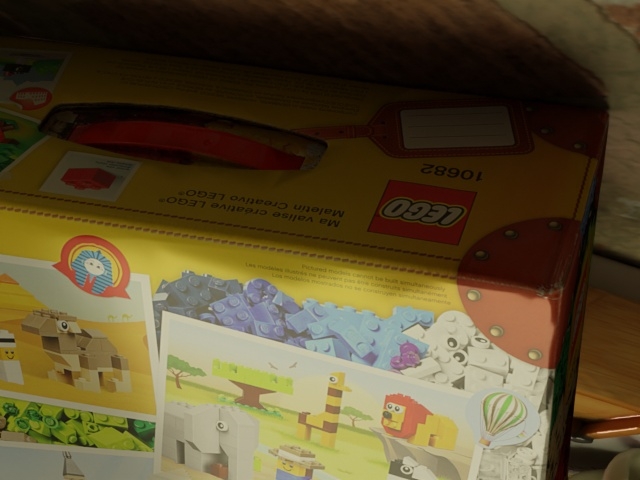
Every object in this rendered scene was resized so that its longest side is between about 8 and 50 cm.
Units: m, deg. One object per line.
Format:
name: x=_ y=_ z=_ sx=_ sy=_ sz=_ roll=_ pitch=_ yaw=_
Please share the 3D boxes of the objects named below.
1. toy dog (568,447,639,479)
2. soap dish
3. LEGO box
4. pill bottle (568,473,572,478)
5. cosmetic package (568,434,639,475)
toy dog: x=0.189 y=0.337 z=1.777 sx=0.408 sy=0.284 sz=0.395 roll=4 pitch=178 yaw=34
soap dish: x=0.178 y=0.083 z=1.401 sx=0.291 sy=0.118 sz=0.229 roll=18 pitch=164 yaw=-18
LEGO box: x=-0.080 y=0.082 z=1.116 sx=0.500 sy=0.193 sz=0.372 roll=8 pitch=128 yaw=14
pill bottle: x=0.259 y=0.249 z=1.964 sx=0.208 sy=0.119 sz=0.119 roll=20 pitch=163 yaw=-27
cosmetic package: x=0.352 y=0.181 z=1.686 sx=0.377 sy=0.097 sz=0.284 roll=-1 pitch=158 yaw=42
